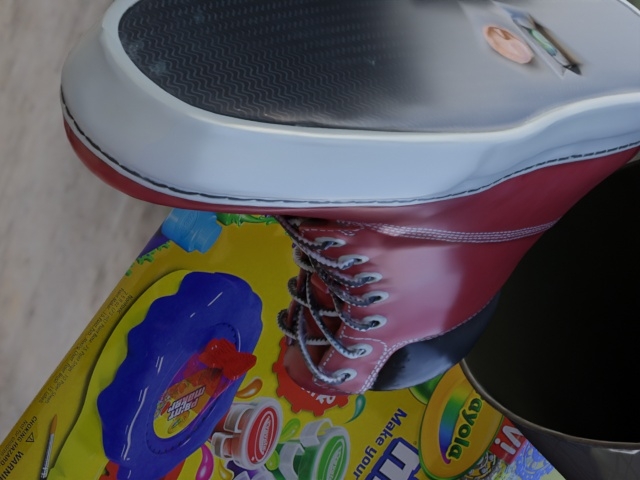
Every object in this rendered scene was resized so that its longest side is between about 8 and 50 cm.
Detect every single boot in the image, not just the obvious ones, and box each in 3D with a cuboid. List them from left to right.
[{"bbox_3d":[0.000,0.000,0.495,0.244,0.088,0.176,-6,141,-46],"label":"boot"}]

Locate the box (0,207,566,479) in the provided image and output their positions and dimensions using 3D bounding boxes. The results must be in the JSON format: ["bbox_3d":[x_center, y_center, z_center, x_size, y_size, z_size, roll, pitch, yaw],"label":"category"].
[{"bbox_3d":[-0.015,0.155,0.860,0.290,0.279,0.177,-55,141,-3],"label":"box"}]

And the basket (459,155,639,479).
[{"bbox_3d":[0.195,0.090,0.633,0.204,0.227,0.154,0,-132,46],"label":"basket"}]
